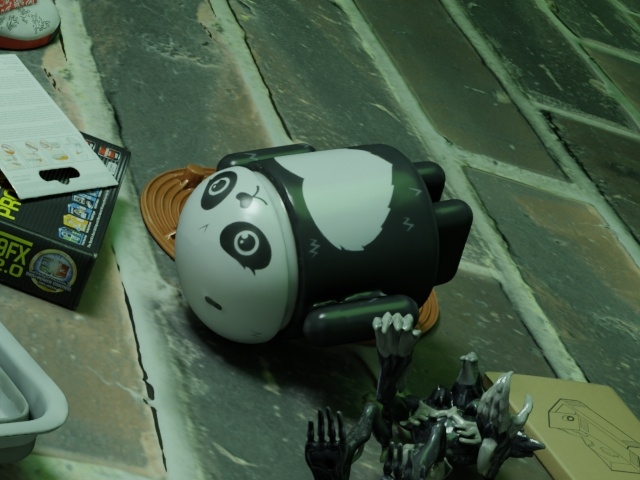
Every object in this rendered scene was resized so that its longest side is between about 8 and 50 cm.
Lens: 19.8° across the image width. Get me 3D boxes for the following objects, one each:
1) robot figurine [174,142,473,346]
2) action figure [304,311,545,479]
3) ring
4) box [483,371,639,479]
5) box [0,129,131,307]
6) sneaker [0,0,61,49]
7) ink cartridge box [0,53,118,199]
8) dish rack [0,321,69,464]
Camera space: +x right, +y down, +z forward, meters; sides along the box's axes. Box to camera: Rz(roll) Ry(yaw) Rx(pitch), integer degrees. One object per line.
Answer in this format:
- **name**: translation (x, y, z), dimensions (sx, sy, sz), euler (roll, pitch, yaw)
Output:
- **robot figurine**: translation (0.001, 0.000, 1.711), dimensions (0.278, 0.173, 0.209), euler (-9, 7, -25)
- **action figure**: translation (0.102, 0.150, 1.584), dimensions (0.164, 0.141, 0.275), euler (20, 21, 21)
- **ring**: translation (-0.027, 0.004, 1.919), dimensions (0.336, 0.032, 0.336), euler (21, 22, -9)
- **box**: translation (0.268, 0.199, 1.795), dimensions (0.164, 0.021, 0.201), euler (10, 27, -31)
- **box**: translation (-0.301, -0.052, 1.723), dimensions (0.216, 0.060, 0.270), euler (22, 22, -7)
- **sneaker**: translation (-0.373, -0.300, 2.094), dimensions (0.090, 0.145, 0.270), euler (35, 24, 25)
- **ink cartridge box**: translation (-0.295, -0.100, 1.730), dimensions (0.179, 0.045, 0.145), euler (52, 30, 16)
- **dish rack**: translation (-0.376, 0.073, 1.352), dimensions (0.285, 0.072, 0.333), euler (1, 32, -47)
